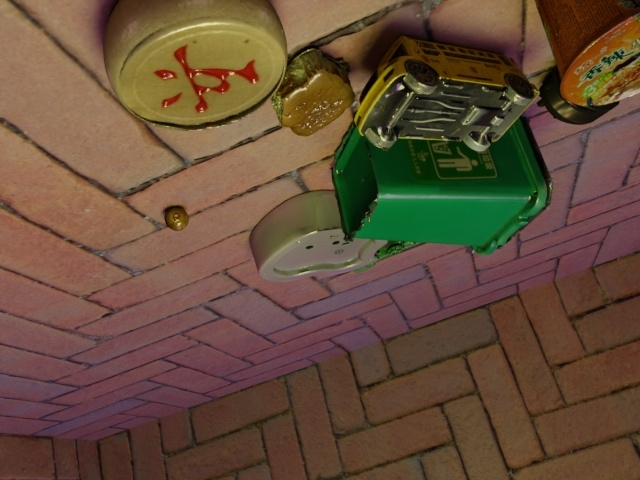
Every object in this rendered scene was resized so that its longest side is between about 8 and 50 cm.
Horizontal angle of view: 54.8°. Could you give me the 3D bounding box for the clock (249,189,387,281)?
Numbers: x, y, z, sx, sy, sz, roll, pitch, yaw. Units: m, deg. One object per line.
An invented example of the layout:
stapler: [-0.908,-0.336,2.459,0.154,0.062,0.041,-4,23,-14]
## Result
clock: [0.000,0.000,1.513,0.339,0.102,0.338,-14,156,-6]

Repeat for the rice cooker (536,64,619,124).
rice cooker: [0.508,-0.289,1.209,0.166,0.112,0.106,-3,158,-27]

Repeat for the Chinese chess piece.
Chinese chess piece: [-0.170,-0.257,0.854,0.250,0.103,0.249,-15,158,-6]

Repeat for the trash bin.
trash bin: [0.229,-0.115,1.260,0.382,0.259,0.295,-1,152,-18]

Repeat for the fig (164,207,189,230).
fig: [-0.301,-0.042,1.305,0.050,0.050,0.083,-14,175,-5]

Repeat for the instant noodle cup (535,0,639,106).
instant noodle cup: [0.450,-0.347,0.957,0.231,0.182,0.230,-14,156,-7]

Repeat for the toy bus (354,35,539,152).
toy bus: [0.202,-0.252,1.045,0.331,0.152,0.144,-3,147,-33]

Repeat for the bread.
bread: [-0.019,-0.243,1.019,0.140,0.069,0.128,-32,151,29]

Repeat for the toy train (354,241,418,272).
toy train: [0.174,0.019,1.700,0.252,0.084,0.119,-24,161,20]
